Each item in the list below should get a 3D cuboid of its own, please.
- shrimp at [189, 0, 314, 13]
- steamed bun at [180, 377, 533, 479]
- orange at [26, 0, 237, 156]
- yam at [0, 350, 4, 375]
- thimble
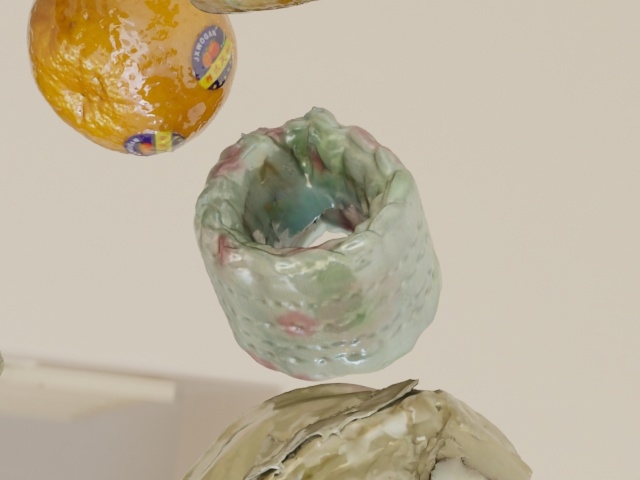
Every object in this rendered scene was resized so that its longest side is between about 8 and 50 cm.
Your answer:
[{"bbox_3d":[0.025,-0.173,1.009,0.262,0.198,0.051,-75,159,-74],"label":"shrimp"},{"bbox_3d":[0.030,0.242,1.175,0.237,0.346,0.394,-119,-140,-55],"label":"steamed bun"},{"bbox_3d":[-0.152,-0.156,1.351,0.155,0.177,0.177,-61,-175,-28],"label":"orange"},{"bbox_3d":[-0.411,0.047,1.483,0.304,0.168,0.168,52,-42,32],"label":"yam"},{"bbox_3d":[0.000,0.000,1.372,0.211,0.185,0.149,-87,164,-46],"label":"thimble"}]
